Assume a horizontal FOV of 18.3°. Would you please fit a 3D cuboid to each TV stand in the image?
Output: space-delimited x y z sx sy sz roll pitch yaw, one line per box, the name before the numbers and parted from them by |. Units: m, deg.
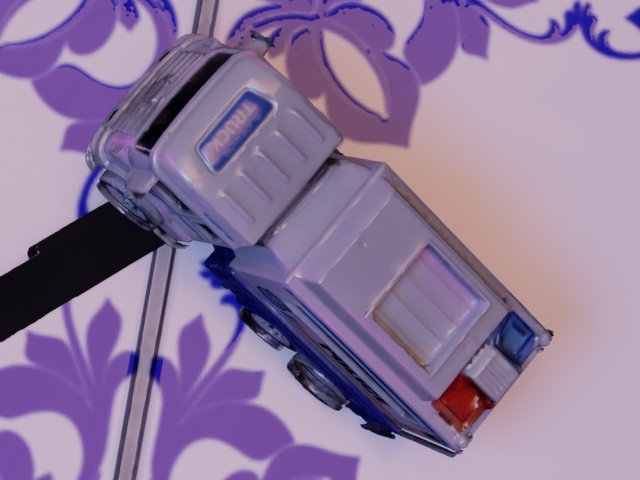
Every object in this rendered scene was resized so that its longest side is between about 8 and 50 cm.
TV stand | -0.166 0.020 1.243 0.256 0.049 0.040 -31 90 -11

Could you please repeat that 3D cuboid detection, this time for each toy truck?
toy truck | 0.000 0.000 1.184 0.268 0.155 0.124 44 77 -23
